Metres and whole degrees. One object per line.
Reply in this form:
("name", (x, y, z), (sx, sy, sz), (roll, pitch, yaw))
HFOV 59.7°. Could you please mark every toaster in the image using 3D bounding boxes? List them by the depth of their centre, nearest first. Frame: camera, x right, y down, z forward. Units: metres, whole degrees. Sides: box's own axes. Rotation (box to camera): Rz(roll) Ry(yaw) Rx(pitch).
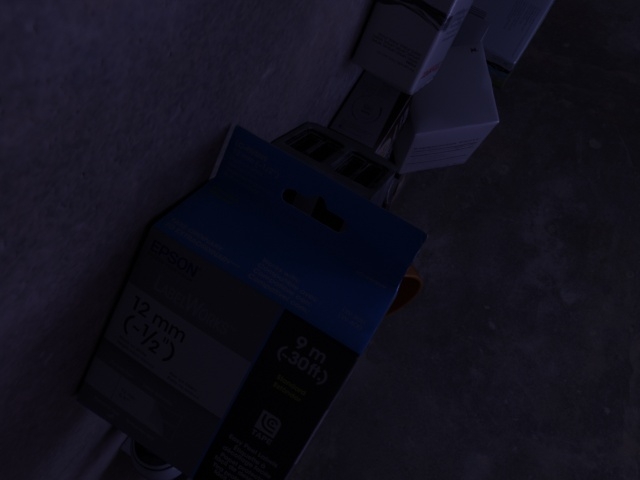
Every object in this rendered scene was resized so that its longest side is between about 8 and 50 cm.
("toaster", (0.011, -0.079, 0.826), (0.186, 0.168, 0.110), (-45, 163, -55))

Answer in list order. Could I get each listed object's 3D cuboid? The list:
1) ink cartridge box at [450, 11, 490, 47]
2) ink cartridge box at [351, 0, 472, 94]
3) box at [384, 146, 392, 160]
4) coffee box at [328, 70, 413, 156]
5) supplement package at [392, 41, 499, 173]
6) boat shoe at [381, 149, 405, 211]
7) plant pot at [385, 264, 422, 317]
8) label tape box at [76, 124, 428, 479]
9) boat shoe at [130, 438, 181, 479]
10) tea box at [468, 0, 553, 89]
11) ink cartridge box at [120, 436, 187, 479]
("ink cartridge box", (0.302, -0.451, 1.332), (0.127, 0.128, 0.176), (-58, 172, -5))
("ink cartridge box", (0.177, -0.391, 0.881), (0.197, 0.114, 0.273), (-47, 164, -57))
("box", (0.124, -0.194, 1.441), (0.233, 0.044, 0.159), (-52, 164, -39))
("coffee box", (0.066, -0.174, 1.040), (0.246, 0.098, 0.141), (-58, 172, -5))
("supplement package", (0.255, -0.281, 1.240), (0.293, 0.175, 0.177), (83, -2, -81))
("boat shoe", (0.155, -0.152, 1.604), (0.130, 0.132, 0.355), (95, 17, -49))
("plant pot", (0.083, 0.082, 1.413), (0.291, 0.203, 0.291), (-18, 153, -10))
("label tape box", (-0.081, 0.087, 0.603), (0.347, 0.249, 0.115), (-62, 171, 19))
("boat shoe", (-0.192, 0.196, 0.870), (0.119, 0.121, 0.335), (97, 13, -50))
("tea box", (0.555, -0.678, 1.680), (0.329, 0.220, 0.323), (-60, 170, 6))
("ink cartridge box", (-0.272, 0.376, 0.981), (0.060, 0.104, 0.180), (-55, 170, -23))
